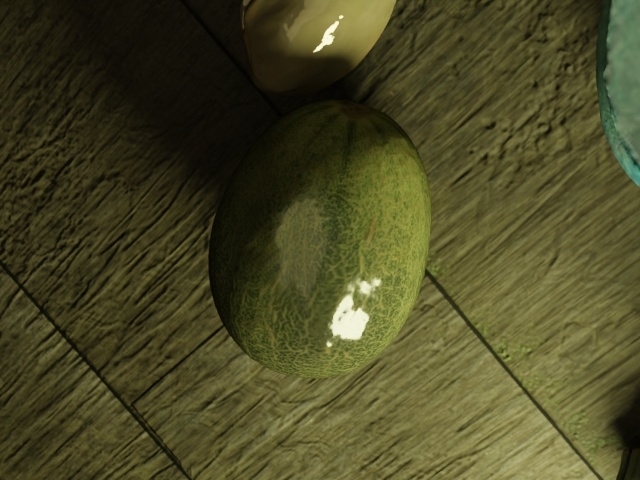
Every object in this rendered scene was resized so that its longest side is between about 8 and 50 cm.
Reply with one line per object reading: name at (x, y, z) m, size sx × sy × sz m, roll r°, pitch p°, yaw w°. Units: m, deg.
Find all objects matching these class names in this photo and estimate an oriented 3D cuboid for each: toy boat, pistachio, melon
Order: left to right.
pistachio at (-0.006, -0.258, 1.301) m, size 0.152 × 0.126 × 0.223 m, roll 26°, pitch 117°, yaw -25°
melon at (0.000, 0.000, 1.321) m, size 0.248 × 0.248 × 0.329 m, roll 20°, pitch 110°, yaw 15°
toy boat at (0.391, -0.200, 1.174) m, size 0.215 × 0.123 × 0.330 m, roll 4°, pitch 99°, yaw 13°

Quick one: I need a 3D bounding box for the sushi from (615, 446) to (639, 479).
sushi at (0.439, 0.352, 1.344) m, size 0.109 × 0.134 × 0.273 m, roll -23°, pitch 113°, yaw 41°
